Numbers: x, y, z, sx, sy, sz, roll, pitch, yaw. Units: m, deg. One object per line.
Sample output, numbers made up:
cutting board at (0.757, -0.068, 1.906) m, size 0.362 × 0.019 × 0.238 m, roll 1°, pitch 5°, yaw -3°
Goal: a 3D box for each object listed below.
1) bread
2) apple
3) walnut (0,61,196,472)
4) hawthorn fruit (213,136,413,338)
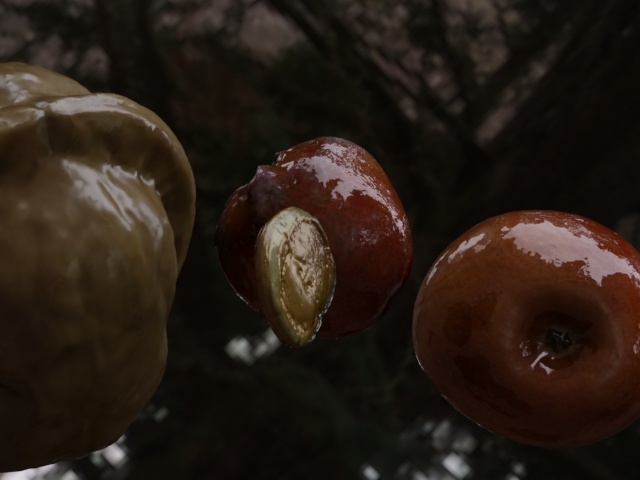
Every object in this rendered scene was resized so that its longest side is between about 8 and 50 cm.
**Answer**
bread at (-0.019, 0.028, 1.510) m, size 0.024 × 0.110 × 0.110 m, roll -7°, pitch -54°, yaw 26°
apple at (0.236, 0.095, 2.084) m, size 0.272 × 0.251 × 0.206 m, roll 40°, pitch 13°, yaw -3°
walnut at (-0.292, 0.021, 1.839) m, size 0.383 × 0.383 × 0.384 m, roll 34°, pitch -29°, yaw 23°
hawthorn fruit at (0.000, 0.000, 1.740) m, size 0.173 × 0.173 × 0.173 m, roll 34°, pitch -29°, yaw 23°
